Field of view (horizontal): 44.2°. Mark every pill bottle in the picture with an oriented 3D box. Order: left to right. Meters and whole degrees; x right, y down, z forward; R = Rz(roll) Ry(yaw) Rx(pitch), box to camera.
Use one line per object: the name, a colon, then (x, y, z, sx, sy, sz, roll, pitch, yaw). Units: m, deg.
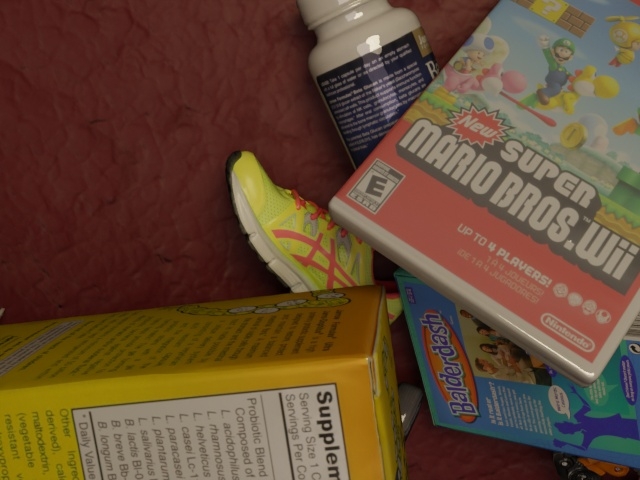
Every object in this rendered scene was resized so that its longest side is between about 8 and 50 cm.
pill bottle: (0.047, -0.123, 0.620, 0.094, 0.094, 0.169, -24, 103, 5)

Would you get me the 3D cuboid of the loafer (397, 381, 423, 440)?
loafer: (-0.008, 0.250, 0.716, 0.095, 0.109, 0.303, 26, 95, 12)

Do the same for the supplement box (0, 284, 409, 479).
supplement box: (-0.119, 0.160, 0.565, 0.356, 0.195, 0.194, -6, 99, 7)

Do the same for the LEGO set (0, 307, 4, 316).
LEGO set: (-0.337, 0.174, 0.724, 0.244, 0.060, 0.182, -16, 115, 4)

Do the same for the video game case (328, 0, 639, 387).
video game case: (0.170, -0.069, 0.552, 0.204, 0.025, 0.285, 34, 71, 16)

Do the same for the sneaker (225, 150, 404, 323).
sneaker: (0.000, 0.000, 0.661, 0.094, 0.081, 0.208, -35, 112, 6)

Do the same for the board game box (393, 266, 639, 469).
board game box: (0.172, 0.090, 0.621, 0.210, 0.047, 0.160, 3, 120, 38)

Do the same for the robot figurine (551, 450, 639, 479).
robot figurine: (0.349, 0.200, 0.689, 0.291, 0.085, 0.211, 34, 123, -8)
